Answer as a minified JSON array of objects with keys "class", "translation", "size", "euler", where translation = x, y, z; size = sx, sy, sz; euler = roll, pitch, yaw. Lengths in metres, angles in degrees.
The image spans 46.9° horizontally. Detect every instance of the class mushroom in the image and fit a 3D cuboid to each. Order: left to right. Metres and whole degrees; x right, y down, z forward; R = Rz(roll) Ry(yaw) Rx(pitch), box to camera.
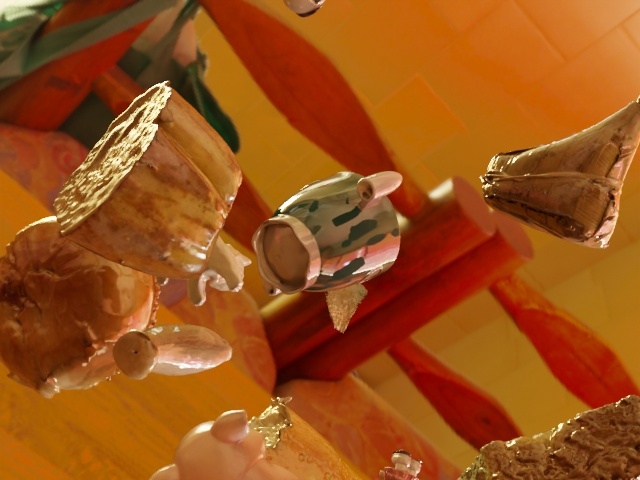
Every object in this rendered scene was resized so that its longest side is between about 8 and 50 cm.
[{"class":"mushroom","translation":[-0.264,0.196,1.311],"size":[0.108,0.096,0.247],"euler":[47,15,26]}]

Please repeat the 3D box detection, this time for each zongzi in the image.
[{"class":"zongzi","translation":[0.309,-0.105,0.939],"size":[0.099,0.197,0.194],"euler":[10,11,-43]}]

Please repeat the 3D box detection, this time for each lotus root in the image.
[{"class":"lotus root","translation":[-0.245,-0.085,1.180],"size":[0.250,0.316,0.316],"euler":[34,35,-21]}]

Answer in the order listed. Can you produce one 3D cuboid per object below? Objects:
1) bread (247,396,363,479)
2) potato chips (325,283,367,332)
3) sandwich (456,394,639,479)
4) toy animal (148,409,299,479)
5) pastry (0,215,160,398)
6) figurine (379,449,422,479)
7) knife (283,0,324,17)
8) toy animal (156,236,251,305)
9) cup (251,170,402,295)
[{"class":"bread","translation":[-0.047,0.571,1.647],"size":[0.394,0.250,0.361],"euler":[38,43,3]},{"class":"potato chips","translation":[0.036,0.116,1.749],"size":[0.167,0.059,0.228],"euler":[8,37,-36]},{"class":"sandwich","translation":[0.353,0.375,1.119],"size":[0.262,0.325,0.131],"euler":[65,6,-52]},{"class":"toy animal","translation":[-0.120,0.368,1.087],"size":[0.166,0.154,0.250],"euler":[-50,118,-20]},{"class":"pastry","translation":[-0.545,0.141,1.632],"size":[0.409,0.410,0.245],"euler":[64,13,17]},{"class":"figurine","translation":[0.085,0.316,0.887],"size":[0.072,0.054,0.129],"euler":[40,60,-23]},{"class":"knife","translation":[-0.018,-0.411,1.008],"size":[0.040,0.073,0.265],"euler":[39,39,-46]},{"class":"toy animal","translation":[-0.358,0.056,2.042],"size":[0.266,0.308,0.188],"euler":[63,21,0]},{"class":"cup","translation":[0.000,0.000,1.056],"size":[0.173,0.299,0.167],"euler":[-24,75,-45]}]
